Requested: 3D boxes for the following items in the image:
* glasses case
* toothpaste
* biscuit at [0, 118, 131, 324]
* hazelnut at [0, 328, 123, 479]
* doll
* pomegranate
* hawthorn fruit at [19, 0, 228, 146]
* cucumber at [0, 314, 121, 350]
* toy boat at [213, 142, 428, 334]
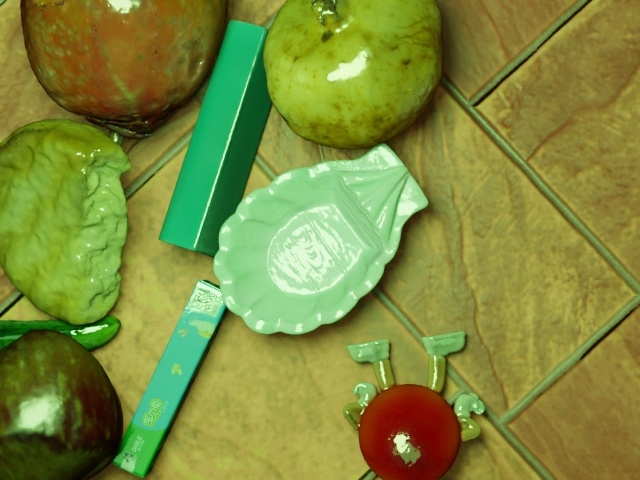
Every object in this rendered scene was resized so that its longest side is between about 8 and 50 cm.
[{"bbox_3d":[-0.128,-0.130,1.874,0.070,0.117,0.301,16,87,16],"label":"glasses case"},{"bbox_3d":[-0.193,0.179,1.882,0.050,0.065,0.266,25,88,1],"label":"toothpaste"},{"bbox_3d":[-0.343,-0.039,1.851,0.213,0.091,0.274,27,126,20],"label":"biscuit"},{"bbox_3d":[-0.369,0.227,1.813,0.234,0.218,0.218,-42,84,25],"label":"hazelnut"},{"bbox_3d":[0.122,0.229,1.848,0.183,0.085,0.217,-5,69,2],"label":"doll"},{"bbox_3d":[0.042,-0.236,1.807,0.248,0.248,0.248,0,86,5],"label":"pomegranate"},{"bbox_3d":[-0.256,-0.248,1.829,0.276,0.276,0.307,6,112,5],"label":"hawthorn fruit"},{"bbox_3d":[-0.389,0.131,1.907,0.250,0.056,0.056,-3,86,3],"label":"cucumber"},{"bbox_3d":[0.000,0.000,1.860,0.290,0.100,0.199,-35,85,2],"label":"toy boat"}]
